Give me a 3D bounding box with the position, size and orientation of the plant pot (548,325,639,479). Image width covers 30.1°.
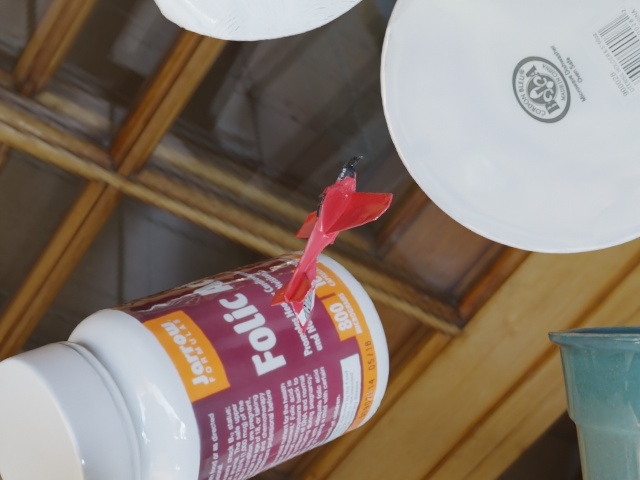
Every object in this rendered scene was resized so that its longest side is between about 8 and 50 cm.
[{"bbox_3d":[0.386,0.245,1.097,0.341,0.341,0.334,2,86,-48],"label":"plant pot"}]

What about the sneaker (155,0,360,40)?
[{"bbox_3d":[0.003,-0.168,0.579,0.094,0.212,0.080,42,-23,49],"label":"sneaker"}]

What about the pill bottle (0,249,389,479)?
[{"bbox_3d":[-0.136,0.159,1.272,0.392,0.224,0.224,-18,59,-40],"label":"pill bottle"}]

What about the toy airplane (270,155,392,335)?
[{"bbox_3d":[0.000,0.000,0.937,0.028,0.151,0.151,26,30,-21],"label":"toy airplane"}]

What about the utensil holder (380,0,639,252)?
[{"bbox_3d":[0.248,-0.180,1.154,0.328,0.327,0.385,40,24,4],"label":"utensil holder"}]
